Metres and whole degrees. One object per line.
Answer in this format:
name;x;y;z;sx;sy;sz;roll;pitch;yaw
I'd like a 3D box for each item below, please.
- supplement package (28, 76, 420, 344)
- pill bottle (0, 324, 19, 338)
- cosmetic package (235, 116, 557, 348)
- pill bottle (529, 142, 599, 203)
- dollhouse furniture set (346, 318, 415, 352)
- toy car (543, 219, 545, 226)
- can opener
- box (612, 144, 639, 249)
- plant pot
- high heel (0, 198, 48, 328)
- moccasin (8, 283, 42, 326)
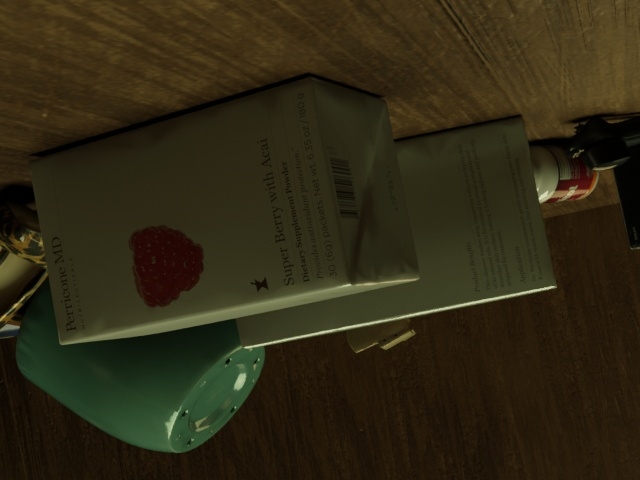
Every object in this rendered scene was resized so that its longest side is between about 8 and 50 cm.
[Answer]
supplement package;-0.086;-0.018;0.985;0.292;0.178;0.175;-13;175;24
pill bottle;-0.511;0.100;1.803;0.219;0.123;0.123;-7;175;-21
cosmetic package;0.075;-0.004;1.331;0.384;0.217;0.156;-10;175;5
pill bottle;0.322;-0.096;1.549;0.152;0.086;0.086;-6;174;-40
dollhouse furniture set;0.074;0.136;2.351;0.198;0.286;0.303;-26;162;7
toy car;0.243;-0.068;1.722;0.188;0.149;0.155;23;158;-22
can opener;0.394;-0.136;1.421;0.186;0.073;0.059;-19;173;-34
box;0.630;-0.107;1.543;0.294;0.183;0.296;-9;176;-37
plant pot;-0.218;0.142;1.457;0.235;0.293;0.293;36;-164;22
high heel;-0.361;0.052;1.201;0.093;0.186;0.261;35;171;-9
moccasin;-0.387;0.047;1.482;0.147;0.139;0.380;-3;170;28
